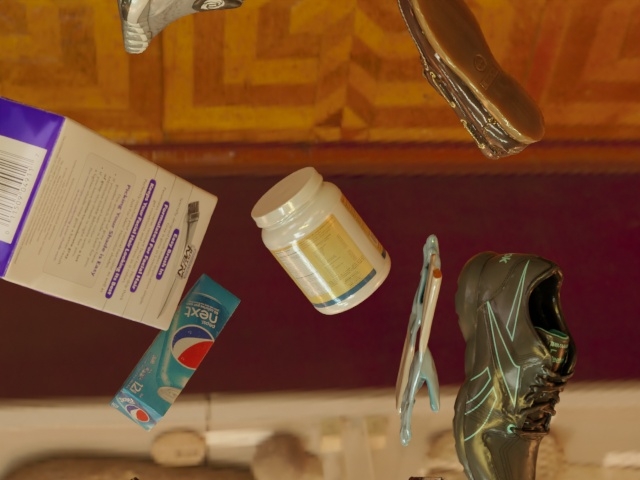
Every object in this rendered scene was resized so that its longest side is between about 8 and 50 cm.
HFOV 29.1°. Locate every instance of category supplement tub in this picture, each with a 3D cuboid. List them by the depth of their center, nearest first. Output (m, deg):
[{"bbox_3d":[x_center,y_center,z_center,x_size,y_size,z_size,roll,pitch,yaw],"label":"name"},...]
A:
[{"bbox_3d":[0.000,0.000,1.911,0.144,0.144,0.199,-30,109,23],"label":"supplement tub"}]

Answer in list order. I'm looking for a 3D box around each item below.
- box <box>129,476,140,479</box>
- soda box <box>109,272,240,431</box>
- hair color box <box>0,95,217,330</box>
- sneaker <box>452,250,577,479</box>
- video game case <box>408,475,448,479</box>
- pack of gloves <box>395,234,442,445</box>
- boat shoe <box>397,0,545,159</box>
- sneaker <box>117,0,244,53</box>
[{"bbox_3d":[-0.163,0.246,0.666,0.191,0.184,0.045,-32,122,17],"label":"box"},{"bbox_3d":[-0.193,0.149,1.651,0.067,0.210,0.071,36,145,-6],"label":"soda box"},{"bbox_3d":[-0.268,-0.021,1.430,0.110,0.185,0.339,18,174,28],"label":"hair color box"},{"bbox_3d":[0.195,0.141,1.226,0.106,0.267,0.101,-6,175,43],"label":"sneaker"},{"bbox_3d":[0.117,0.454,1.785,0.042,0.232,0.210,28,166,-2],"label":"video game case"},{"bbox_3d":[0.131,0.118,1.467,0.046,0.195,0.232,10,110,1],"label":"pack of gloves"},{"bbox_3d":[0.136,-0.168,1.223,0.073,0.073,0.207,-23,105,50],"label":"boat shoe"},{"bbox_3d":[-0.133,-0.239,1.216,0.132,0.229,0.086,-8,94,-9],"label":"sneaker"}]
